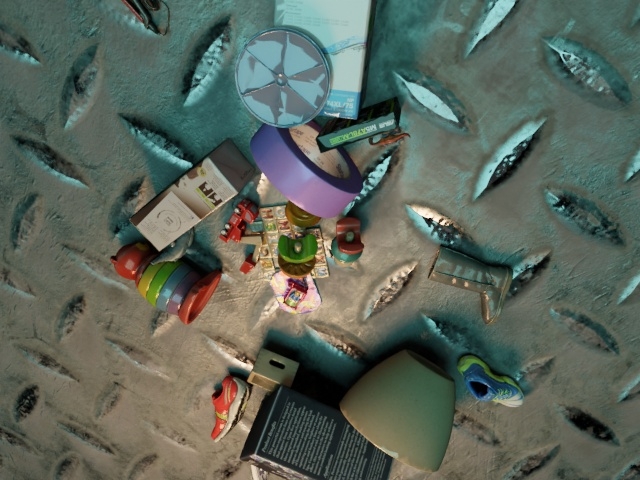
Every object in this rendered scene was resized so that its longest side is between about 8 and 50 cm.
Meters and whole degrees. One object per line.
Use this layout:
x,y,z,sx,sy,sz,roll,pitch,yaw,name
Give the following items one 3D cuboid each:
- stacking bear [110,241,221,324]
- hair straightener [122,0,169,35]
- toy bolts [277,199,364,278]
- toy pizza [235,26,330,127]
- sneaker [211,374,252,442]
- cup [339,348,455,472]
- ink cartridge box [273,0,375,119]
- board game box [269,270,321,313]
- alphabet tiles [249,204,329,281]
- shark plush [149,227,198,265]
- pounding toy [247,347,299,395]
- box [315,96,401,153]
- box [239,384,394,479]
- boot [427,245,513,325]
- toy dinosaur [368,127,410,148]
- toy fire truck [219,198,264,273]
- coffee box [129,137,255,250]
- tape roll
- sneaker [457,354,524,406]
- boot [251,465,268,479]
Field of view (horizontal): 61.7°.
-0.467,0.105,1.562,0.289,0.175,0.164,31,111,4,stacking bear
-0.437,-0.585,1.255,0.089,0.047,0.230,-33,107,23,hair straightener
0.000,0.000,1.445,0.228,0.218,0.158,1,151,-4,toy bolts
-0.077,-0.334,1.106,0.201,0.032,0.201,4,119,8,toy pizza
-0.320,0.561,1.811,0.118,0.107,0.279,32,116,14,sneaker
0.255,0.459,1.548,0.331,0.331,0.237,30,92,-6,cup
0.010,-0.431,1.170,0.197,0.198,0.270,9,119,6,ink cartridge box
-0.077,0.160,1.576,0.133,0.033,0.169,-12,118,16,board game box
-0.090,0.009,1.521,0.198,0.009,0.237,-5,116,13,alphabet tiles
-0.421,0.018,1.511,0.073,0.161,0.067,35,138,30,shark plush
-0.130,0.435,1.704,0.181,0.094,0.206,23,150,-2,pounding toy
0.092,-0.270,1.242,0.184,0.191,0.045,-14,111,16,box
-0.012,0.637,1.642,0.395,0.212,0.293,25,152,-4,box
0.395,0.125,1.456,0.208,0.076,0.190,11,104,-3,boot
0.161,-0.252,1.311,0.082,0.090,0.047,-22,97,-14,toy dinosaur
-0.207,-0.011,1.501,0.135,0.047,0.192,36,122,-3,toy fire truck
-0.333,-0.120,1.408,0.297,0.168,0.119,-33,107,23,coffee box
-0.029,-0.183,1.260,0.275,0.275,0.090,40,117,-11,tape roll
0.501,0.444,1.571,0.240,0.126,0.091,33,118,-7,sneaker
-0.196,0.802,1.911,0.086,0.069,0.190,-5,114,16,boot
